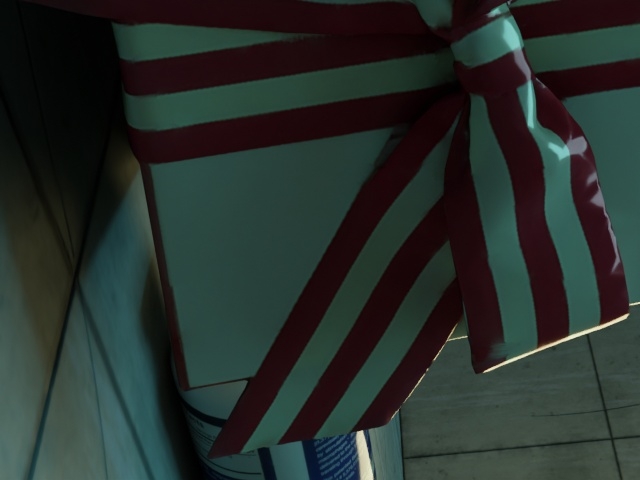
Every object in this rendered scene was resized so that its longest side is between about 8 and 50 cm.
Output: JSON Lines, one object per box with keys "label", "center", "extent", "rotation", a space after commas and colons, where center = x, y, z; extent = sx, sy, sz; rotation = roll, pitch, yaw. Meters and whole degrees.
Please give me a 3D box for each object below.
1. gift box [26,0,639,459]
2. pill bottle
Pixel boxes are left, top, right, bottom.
{"label": "gift box", "center": [0.012, -0.089, 0.464], "extent": [0.258, 0.276, 0.255], "rotation": [-118, -166, -63]}
{"label": "pill bottle", "center": [-0.025, 0.080, 0.625], "extent": [0.094, 0.094, 0.169], "rotation": [-89, 171, -54]}
